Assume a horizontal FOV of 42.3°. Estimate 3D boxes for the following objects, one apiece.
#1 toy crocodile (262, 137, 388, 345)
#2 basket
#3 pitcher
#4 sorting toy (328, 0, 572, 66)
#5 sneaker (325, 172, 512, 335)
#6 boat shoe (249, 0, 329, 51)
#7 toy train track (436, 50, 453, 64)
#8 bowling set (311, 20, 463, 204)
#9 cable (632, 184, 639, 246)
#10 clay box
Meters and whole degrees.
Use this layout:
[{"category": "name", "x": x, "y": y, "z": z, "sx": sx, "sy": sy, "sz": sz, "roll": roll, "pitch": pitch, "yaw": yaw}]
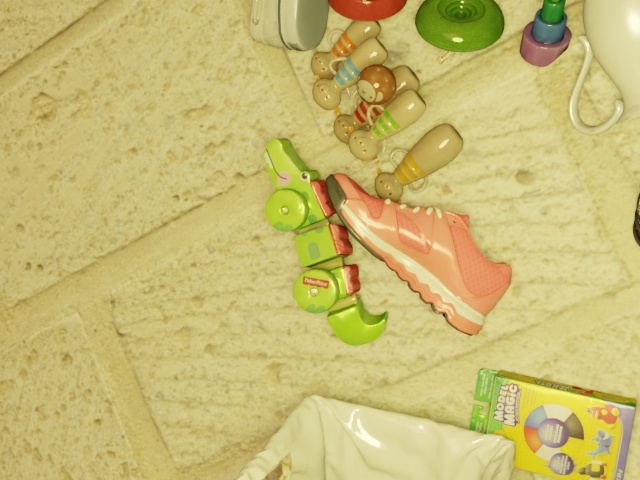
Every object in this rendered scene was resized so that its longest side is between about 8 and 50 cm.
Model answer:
[{"category": "toy crocodile", "x": 0.000, "y": 0.000, "z": 1.258, "sx": 0.105, "sy": 0.115, "sz": 0.340, "roll": -21, "pitch": 86, "yaw": 16}, {"category": "basket", "x": 0.064, "y": 0.419, "z": 1.112, "sx": 0.331, "sy": 0.328, "sz": 0.266, "roll": 10, "pitch": 112, "yaw": 19}, {"category": "pitcher", "x": 0.401, "y": -0.251, "z": 1.102, "sx": 0.178, "sy": 0.125, "sz": 0.207, "roll": -11, "pitch": 99, "yaw": 36}, {"category": "sorting toy", "x": 0.176, "y": -0.355, "z": 1.147, "sx": 0.365, "sy": 0.126, "sz": 0.127, "roll": 23, "pitch": 56, "yaw": 19}, {"category": "sneaker", "x": 0.145, "y": -0.008, "z": 1.209, "sx": 0.314, "sy": 0.116, "sz": 0.136, "roll": 42, "pitch": 94, "yaw": 1}, {"category": "boat shoe", "x": -0.059, "y": -0.480, "z": 1.266, "sx": 0.156, "sy": 0.136, "sz": 0.367, "roll": 12, "pitch": 104, "yaw": 29}, {"category": "toy train track", "x": 0.204, "y": -0.294, "z": 1.223, "sx": 0.083, "sy": 0.014, "sz": 0.048, "roll": -44, "pitch": 77, "yaw": 17}, {"category": "bowling set", "x": 0.056, "y": -0.199, "z": 1.191, "sx": 0.154, "sy": 0.200, "sz": 0.287, "roll": -38, "pitch": 75, "yaw": 21}, {"category": "cable", "x": 0.515, "y": -0.029, "z": 1.096, "sx": 0.184, "sy": 0.047, "sz": 0.150, "roll": 7, "pitch": 94, "yaw": 20}, {"category": "clay box", "x": 0.322, "y": 0.266, "z": 1.176, "sx": 0.222, "sy": 0.053, "sz": 0.127, "roll": 9, "pitch": 96, "yaw": 20}]
